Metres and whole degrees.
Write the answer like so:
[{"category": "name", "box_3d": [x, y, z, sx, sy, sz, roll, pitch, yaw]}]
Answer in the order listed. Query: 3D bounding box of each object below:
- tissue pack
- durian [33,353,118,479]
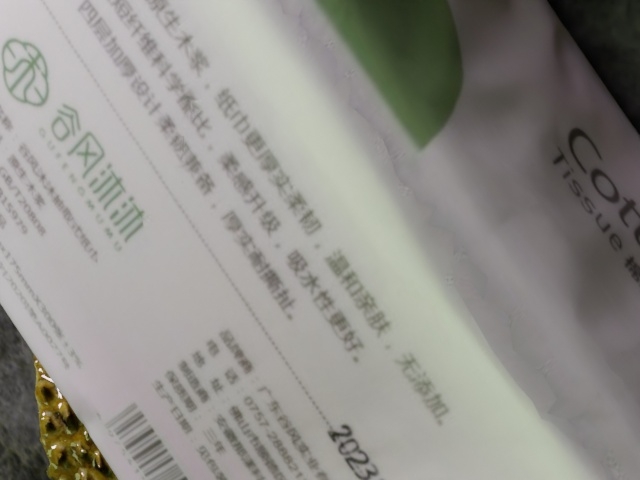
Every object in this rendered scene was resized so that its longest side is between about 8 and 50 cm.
[{"category": "tissue pack", "box_3d": [0.001, -0.001, 0.556, 0.266, 0.194, 0.357, -35, 88, 42]}, {"category": "durian", "box_3d": [-0.114, 0.113, 0.767, 0.139, 0.144, 0.252, -3, 114, 63]}]
